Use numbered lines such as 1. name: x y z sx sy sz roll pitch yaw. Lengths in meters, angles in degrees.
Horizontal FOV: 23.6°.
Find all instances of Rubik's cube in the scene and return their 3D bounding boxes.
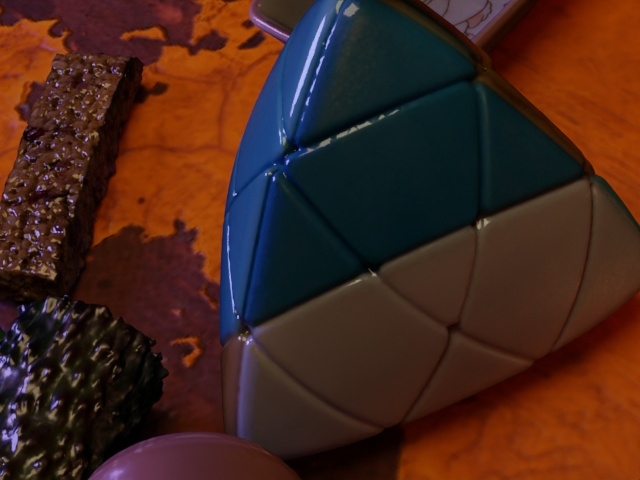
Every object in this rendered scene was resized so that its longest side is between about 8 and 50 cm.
1. Rubik's cube: 0.000 0.000 0.825 0.254 0.254 0.254 -7 49 8

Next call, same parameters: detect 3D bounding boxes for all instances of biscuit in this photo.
1. biscuit: -0.164 -0.045 0.968 0.064 0.034 0.199 1 49 14

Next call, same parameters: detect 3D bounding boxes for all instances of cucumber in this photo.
1. cucumber: -0.175 0.193 0.728 0.096 0.096 0.359 7 53 20

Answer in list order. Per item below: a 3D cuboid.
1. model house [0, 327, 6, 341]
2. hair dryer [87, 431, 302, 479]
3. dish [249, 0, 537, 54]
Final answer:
1. model house: -0.253 0.059 0.866 0.088 0.117 0.167 -45 70 20
2. hair dryer: 0.063 0.187 0.670 0.352 0.125 0.210 -4 40 -6
3. dish: 0.083 -0.170 0.995 0.154 0.064 0.234 28 62 32
